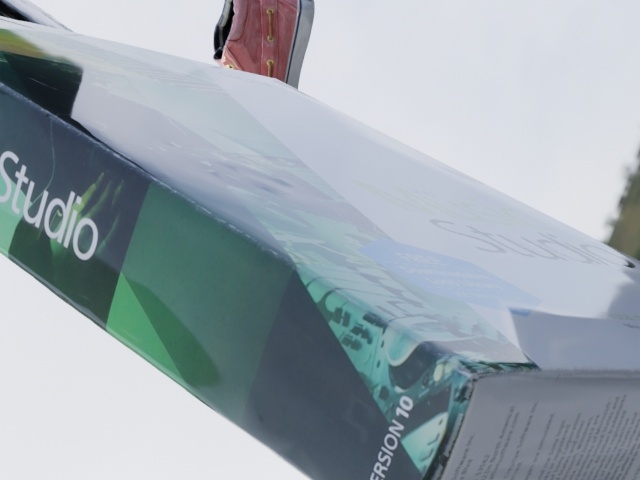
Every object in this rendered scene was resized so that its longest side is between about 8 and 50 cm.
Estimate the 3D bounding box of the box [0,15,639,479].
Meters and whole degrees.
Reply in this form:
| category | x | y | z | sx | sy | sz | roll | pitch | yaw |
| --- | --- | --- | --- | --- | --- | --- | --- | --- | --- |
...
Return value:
| category | x | y | z | sx | sy | sz | roll | pitch | yaw |
| --- | --- | --- | --- | --- | --- | --- | --- | --- | --- |
| box | 0.000 | 0.000 | 0.571 | 0.232 | 0.322 | 0.058 | 6 | -73 | -48 |

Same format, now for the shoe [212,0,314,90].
| category | x | y | z | sx | sy | sz | roll | pitch | yaw |
| --- | --- | --- | --- | --- | --- | --- | --- | --- | --- |
| shoe | -0.064 | -0.150 | 1.496 | 0.081 | 0.063 | 0.178 | 6 | -72 | -20 |

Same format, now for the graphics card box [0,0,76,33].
| category | x | y | z | sx | sy | sz | roll | pitch | yaw |
| --- | --- | --- | --- | --- | --- | --- | --- | --- | --- |
| graphics card box | -0.228 | -0.125 | 0.939 | 0.094 | 0.371 | 0.233 | -56 | -10 | 2 |
